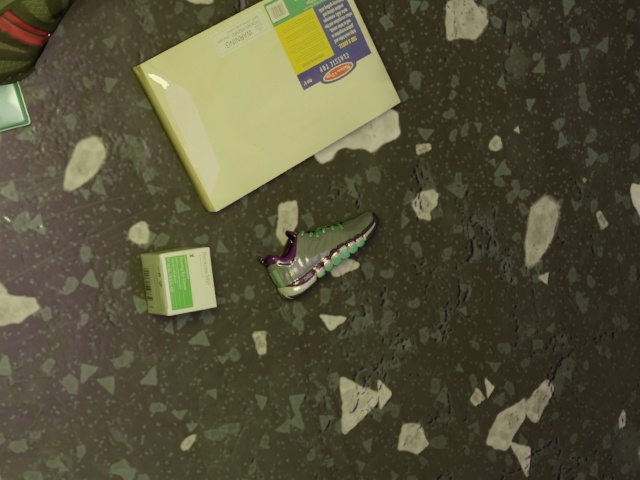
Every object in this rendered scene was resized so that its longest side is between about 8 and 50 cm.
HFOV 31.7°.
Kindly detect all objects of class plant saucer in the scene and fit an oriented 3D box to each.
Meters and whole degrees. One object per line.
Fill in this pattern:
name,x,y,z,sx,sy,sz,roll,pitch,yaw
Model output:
plant saucer,-0.502,-0.262,1.716,0.067,0.018,0.192,-19,100,-25

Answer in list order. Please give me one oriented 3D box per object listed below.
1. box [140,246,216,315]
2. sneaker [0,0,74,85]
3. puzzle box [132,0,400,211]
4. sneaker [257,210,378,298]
box,-0.229,0.064,1.812,0.087,0.102,0.101,-9,94,-28
sneaker,-0.449,-0.344,1.607,0.482,0.202,0.185,-24,63,1
puzzle box,-0.081,-0.261,1.907,0.408,0.052,0.272,-32,104,-23
sneaker,0.000,0.000,1.939,0.223,0.083,0.098,-40,103,-20
